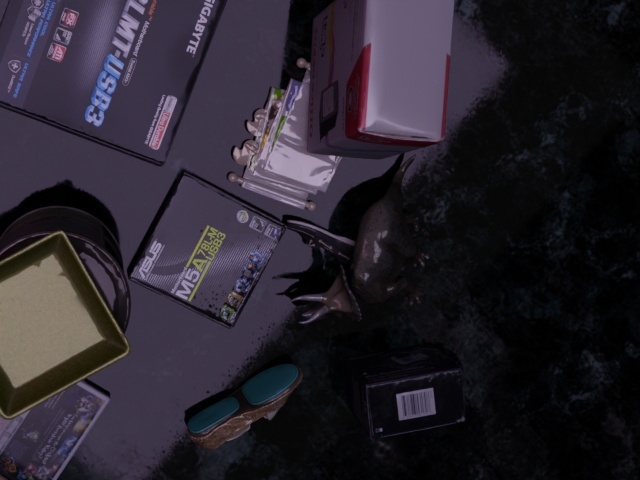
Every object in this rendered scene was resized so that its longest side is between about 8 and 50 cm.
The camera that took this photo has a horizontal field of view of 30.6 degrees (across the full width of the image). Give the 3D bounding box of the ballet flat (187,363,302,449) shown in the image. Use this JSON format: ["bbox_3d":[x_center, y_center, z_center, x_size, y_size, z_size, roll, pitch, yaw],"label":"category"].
[{"bbox_3d":[-0.115,0.269,1.874,0.206,0.073,0.067,-28,130,-3],"label":"ballet flat"}]

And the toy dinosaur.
[{"bbox_3d":[0.099,0.015,1.818,0.160,0.121,0.313,23,96,-59],"label":"toy dinosaur"}]

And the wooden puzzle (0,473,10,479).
[{"bbox_3d":[-0.604,0.472,1.796,0.322,0.080,0.348,38,94,-14],"label":"wooden puzzle"}]

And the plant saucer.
[{"bbox_3d":[-0.370,0.106,1.513,0.188,0.045,0.188,-29,103,-6],"label":"plant saucer"}]

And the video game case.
[{"bbox_3d":[-0.452,0.279,1.821,0.173,0.022,0.190,34,90,-14],"label":"video game case"}]

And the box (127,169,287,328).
[{"bbox_3d":[-0.176,0.015,1.824,0.184,0.045,0.190,29,92,-17],"label":"box"}]

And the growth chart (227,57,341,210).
[{"bbox_3d":[-0.030,-0.166,1.837,0.172,0.021,0.237,29,92,-14],"label":"growth chart"}]

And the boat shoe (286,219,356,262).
[{"bbox_3d":[0.000,0.000,1.858,0.125,0.046,0.038,21,89,-22],"label":"boat shoe"}]

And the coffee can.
[{"bbox_3d":[-0.378,0.065,1.671,0.201,0.275,0.201,-2,100,-11],"label":"coffee can"}]

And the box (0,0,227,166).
[{"bbox_3d":[-0.320,-0.296,1.734,0.293,0.073,0.295,21,95,-13],"label":"box"}]

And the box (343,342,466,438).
[{"bbox_3d":[0.131,0.237,1.861,0.156,0.158,0.093,-9,101,-10],"label":"box"}]

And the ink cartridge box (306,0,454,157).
[{"bbox_3d":[0.078,-0.240,1.683,0.131,0.306,0.226,4,87,-15],"label":"ink cartridge box"}]
